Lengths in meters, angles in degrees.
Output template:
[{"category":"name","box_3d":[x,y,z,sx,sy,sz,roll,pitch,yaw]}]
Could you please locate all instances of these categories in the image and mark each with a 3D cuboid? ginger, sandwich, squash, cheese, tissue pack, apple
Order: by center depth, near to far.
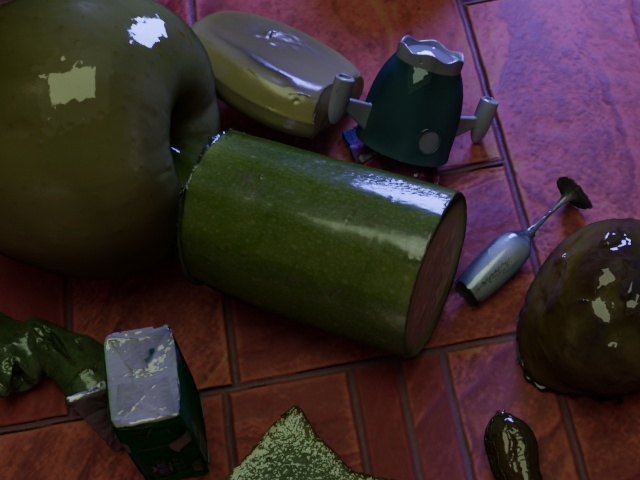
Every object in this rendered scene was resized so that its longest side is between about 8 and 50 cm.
[{"category":"sandwich","box_3d":[-0.015,0.358,1.666,0.214,0.065,0.186,36,69,26]},{"category":"tissue pack","box_3d":[-0.255,0.239,1.686,0.156,0.209,0.148,-10,58,2]},{"category":"squash","box_3d":[0.000,0.000,1.776,0.384,0.263,0.263,17,62,19]},{"category":"ginger","box_3d":[-0.430,0.188,1.820,0.289,0.089,0.137,12,42,9]},{"category":"apple","box_3d":[-0.380,-0.164,1.828,0.473,0.474,0.474,-3,58,5]},{"category":"cheese","box_3d":[0.106,-0.118,1.950,0.155,0.062,0.244,-17,44,-9]},{"category":"cheese","box_3d":[-0.094,-0.290,1.994,0.315,0.128,0.259,27,24,18]}]

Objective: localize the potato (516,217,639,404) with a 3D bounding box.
[{"category":"potato","box_3d":[0.422,0.074,1.682,0.300,0.237,0.289,-12,57,0]}]

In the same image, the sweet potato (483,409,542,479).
[{"category":"sweet potato","box_3d":[0.270,0.347,1.640,0.081,0.062,0.233,-10,60,20]}]

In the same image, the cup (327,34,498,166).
[{"category":"cup","box_3d":[0.155,-0.230,1.911,0.299,0.173,0.167,4,26,-25]}]

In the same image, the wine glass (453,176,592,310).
[{"category":"wine glass","box_3d":[0.308,0.006,1.843,0.262,0.074,0.074,-41,62,-15]}]
